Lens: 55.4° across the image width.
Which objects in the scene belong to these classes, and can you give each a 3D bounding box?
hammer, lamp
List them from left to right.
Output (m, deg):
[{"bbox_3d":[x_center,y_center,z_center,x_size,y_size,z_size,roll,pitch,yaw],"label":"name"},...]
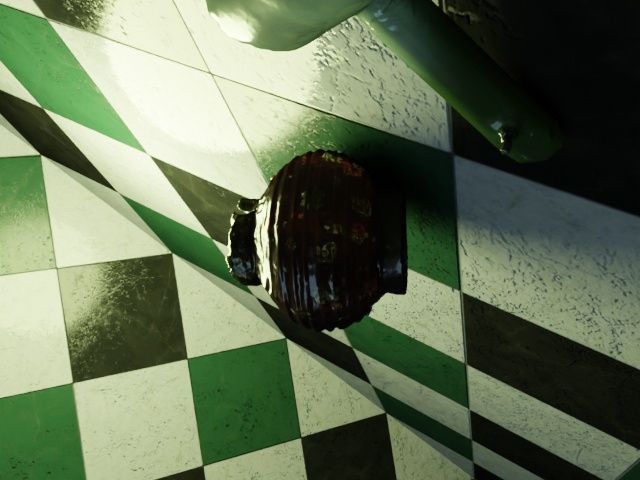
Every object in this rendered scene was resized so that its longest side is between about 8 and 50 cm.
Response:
[{"bbox_3d":[0.000,0.000,0.782,0.247,0.247,0.247,30,161,12],"label":"lamp"},{"bbox_3d":[0.073,-0.157,0.483,0.335,0.119,0.206,35,164,-23],"label":"hammer"}]
